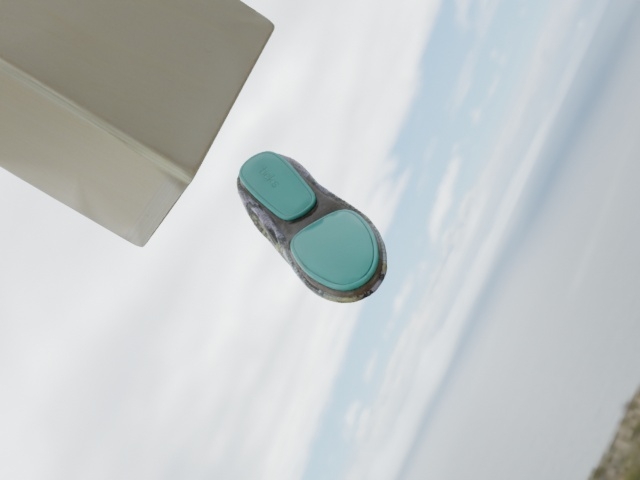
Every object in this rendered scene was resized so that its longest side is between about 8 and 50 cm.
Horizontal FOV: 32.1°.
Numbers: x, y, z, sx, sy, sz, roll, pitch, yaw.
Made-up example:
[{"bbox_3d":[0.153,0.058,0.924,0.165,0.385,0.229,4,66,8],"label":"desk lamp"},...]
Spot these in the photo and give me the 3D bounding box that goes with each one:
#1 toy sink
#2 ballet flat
[{"bbox_3d":[-0.179,-0.130,0.782,0.131,0.234,0.153,-44,19,54],"label":"toy sink"},{"bbox_3d":[0.000,0.000,0.484,0.041,0.114,0.041,-15,-53,-21],"label":"ballet flat"}]
